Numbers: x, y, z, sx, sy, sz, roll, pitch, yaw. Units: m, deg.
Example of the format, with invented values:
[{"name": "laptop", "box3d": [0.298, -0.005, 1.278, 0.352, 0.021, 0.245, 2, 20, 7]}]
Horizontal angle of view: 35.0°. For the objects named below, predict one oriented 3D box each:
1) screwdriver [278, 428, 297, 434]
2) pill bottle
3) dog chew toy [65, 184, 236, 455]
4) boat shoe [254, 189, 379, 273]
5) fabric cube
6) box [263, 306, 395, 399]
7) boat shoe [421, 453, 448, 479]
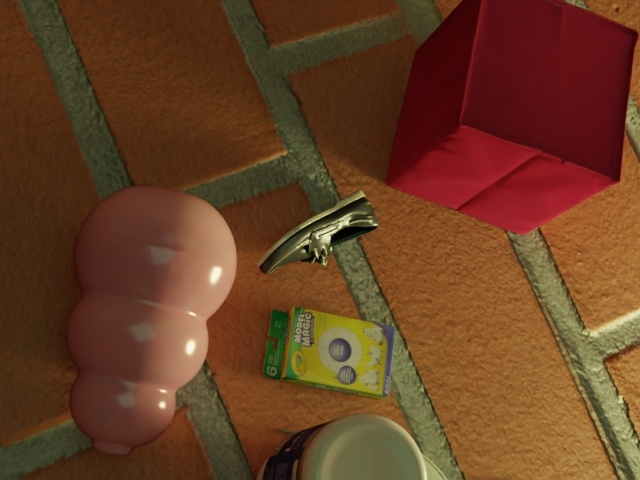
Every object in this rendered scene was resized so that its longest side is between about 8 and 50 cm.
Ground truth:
[{"name": "screwdriver", "box3d": [0.023, 0.283, 1.405, 0.170, 0.024, 0.025, 9, 100, -10]}, {"name": "pill bottle", "box3d": [0.013, 0.304, 1.258, 0.153, 0.265, 0.153, 6, 72, -19]}, {"name": "dog chew toy", "box3d": [-0.225, 0.103, 1.280, 0.207, 0.206, 0.331, 14, 79, -15]}, {"name": "boat shoe", "box3d": [0.000, 0.000, 1.448, 0.206, 0.075, 0.065, -33, 84, -29]}, {"name": "fabric cube", "box3d": [0.280, -0.192, 1.500, 0.259, 0.258, 0.254, 19, 68, -13]}, {"name": "box", "box3d": [0.012, 0.156, 1.424, 0.179, 0.043, 0.105, 12, 71, -14]}, {"name": "boat shoe", "box3d": [0.143, 0.419, 1.333, 0.114, 0.091, 0.302, 17, 37, -29]}]
